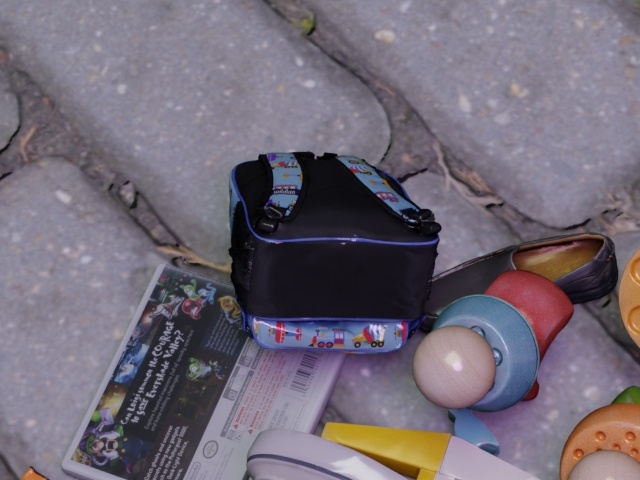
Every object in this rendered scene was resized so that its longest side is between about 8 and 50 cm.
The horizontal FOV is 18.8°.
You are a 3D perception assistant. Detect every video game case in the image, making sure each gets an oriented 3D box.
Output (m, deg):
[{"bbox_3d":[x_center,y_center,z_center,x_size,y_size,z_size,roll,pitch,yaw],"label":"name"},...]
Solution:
[{"bbox_3d":[-0.086,0.124,1.506,0.173,0.022,0.190,17,66,15],"label":"video game case"}]

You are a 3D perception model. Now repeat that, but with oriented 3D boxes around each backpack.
[{"bbox_3d":[0.000,0.000,1.500,0.158,0.117,0.173,1,24,-14],"label":"backpack"}]

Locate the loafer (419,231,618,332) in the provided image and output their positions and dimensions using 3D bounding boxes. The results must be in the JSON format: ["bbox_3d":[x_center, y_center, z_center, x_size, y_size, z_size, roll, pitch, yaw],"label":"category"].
[{"bbox_3d":[0.149,0.027,1.507,0.170,0.061,0.062,-18,62,-2],"label":"loafer"}]

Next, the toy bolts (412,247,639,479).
[{"bbox_3d":[0.182,0.088,1.374,0.228,0.158,0.218,23,109,23],"label":"toy bolts"}]

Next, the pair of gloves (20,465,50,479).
[{"bbox_3d":[-0.260,0.196,1.494,0.083,0.010,0.074,28,67,17],"label":"pair of gloves"}]

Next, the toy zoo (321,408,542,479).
[{"bbox_3d":[0.060,0.251,1.412,0.192,0.030,0.293,15,64,15],"label":"toy zoo"}]

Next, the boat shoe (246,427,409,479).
[{"bbox_3d":[0.051,0.228,1.359,0.267,0.096,0.088,31,64,12],"label":"boat shoe"}]
